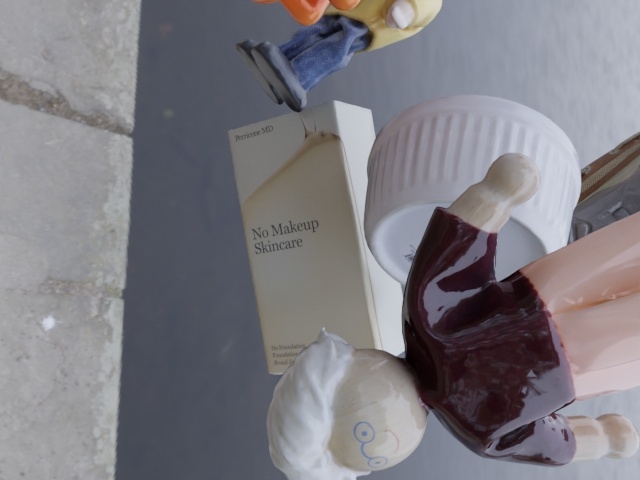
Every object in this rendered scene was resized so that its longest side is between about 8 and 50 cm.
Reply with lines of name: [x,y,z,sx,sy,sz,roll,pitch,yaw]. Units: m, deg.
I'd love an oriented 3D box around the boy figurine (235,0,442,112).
boy figurine: [0.056,-0.250,0.655,0.285,0.177,0.092,-39,121,-5]

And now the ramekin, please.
ramekin: [0.139,-0.026,0.598,0.207,0.207,0.108,51,44,-40]

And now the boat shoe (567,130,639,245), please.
boat shoe: [0.321,-0.022,0.740,0.123,0.324,0.116,46,28,-15]

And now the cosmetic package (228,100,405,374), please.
cosmetic package: [0.000,0.000,0.775,0.113,0.160,0.309,-11,90,-62]

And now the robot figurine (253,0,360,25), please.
robot figurine: [-0.042,-0.259,0.426,0.219,0.128,0.158,45,9,-33]

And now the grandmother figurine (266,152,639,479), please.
grandmother figurine: [0.126,0.053,0.350,0.104,0.343,0.207,-68,134,-80]
